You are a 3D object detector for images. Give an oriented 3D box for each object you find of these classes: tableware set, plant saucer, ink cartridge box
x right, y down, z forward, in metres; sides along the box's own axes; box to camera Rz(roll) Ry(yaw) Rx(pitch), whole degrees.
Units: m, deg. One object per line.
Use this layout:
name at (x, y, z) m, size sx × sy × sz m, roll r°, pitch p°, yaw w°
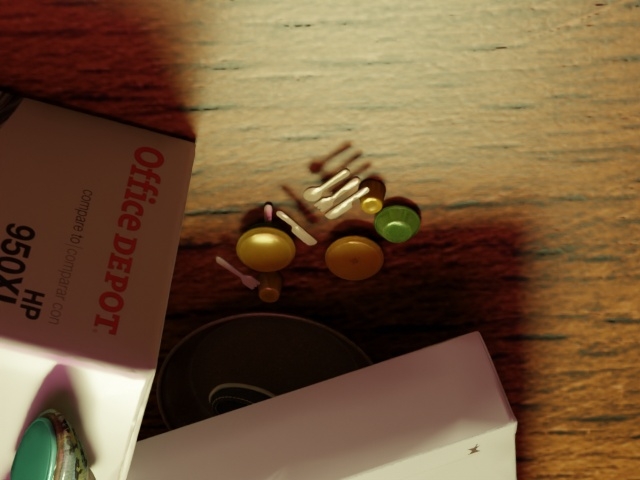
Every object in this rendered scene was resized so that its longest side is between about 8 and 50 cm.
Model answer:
tableware set at (0.000, 0.000, 1.529) m, size 0.154 × 0.024 × 0.104 m, roll -35°, pitch 121°, yaw 27°
plant saucer at (-0.040, 0.127, 1.624) m, size 0.199 × 0.036 × 0.198 m, roll 3°, pitch 129°, yaw 4°
ink cartridge box at (-0.308, 0.016, 1.401) m, size 0.395 × 0.285 × 0.166 m, roll 15°, pitch 128°, yaw -7°

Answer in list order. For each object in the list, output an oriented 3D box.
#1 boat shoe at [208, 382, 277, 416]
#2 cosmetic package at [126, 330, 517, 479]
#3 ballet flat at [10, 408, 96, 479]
boat shoe at (-0.040, 0.164, 1.604) m, size 0.125 × 0.038 × 0.046 m, roll 33°, pitch 124°, yaw -19°
cosmetic package at (-0.027, 0.231, 1.539) m, size 0.377 × 0.097 × 0.284 m, roll -18°, pitch 150°, yaw -4°
ballet flat at (-0.189, 0.184, 1.312) m, size 0.070 × 0.070 × 0.188 m, roll 22°, pitch 129°, yaw -11°
